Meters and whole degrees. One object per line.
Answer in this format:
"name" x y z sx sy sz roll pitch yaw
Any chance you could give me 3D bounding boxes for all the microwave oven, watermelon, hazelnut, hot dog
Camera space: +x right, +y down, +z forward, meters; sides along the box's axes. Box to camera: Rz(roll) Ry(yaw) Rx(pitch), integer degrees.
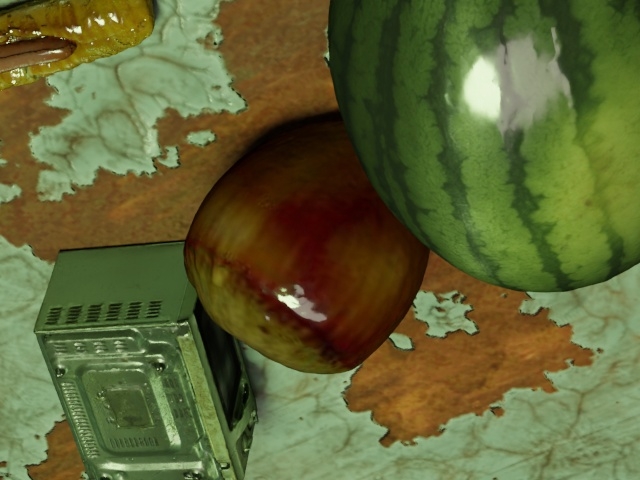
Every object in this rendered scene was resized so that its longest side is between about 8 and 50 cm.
"microwave oven" -0.152 0.119 1.676 0.163 0.129 0.205 -6 128 11
"watermelon" 0.145 -0.135 1.323 0.279 0.279 0.359 -3 128 10
"hazelnut" 0.000 0.000 1.531 0.208 0.208 0.208 4 130 4
"hot dog" -0.232 -0.154 1.508 0.216 0.047 0.066 -11 130 16
